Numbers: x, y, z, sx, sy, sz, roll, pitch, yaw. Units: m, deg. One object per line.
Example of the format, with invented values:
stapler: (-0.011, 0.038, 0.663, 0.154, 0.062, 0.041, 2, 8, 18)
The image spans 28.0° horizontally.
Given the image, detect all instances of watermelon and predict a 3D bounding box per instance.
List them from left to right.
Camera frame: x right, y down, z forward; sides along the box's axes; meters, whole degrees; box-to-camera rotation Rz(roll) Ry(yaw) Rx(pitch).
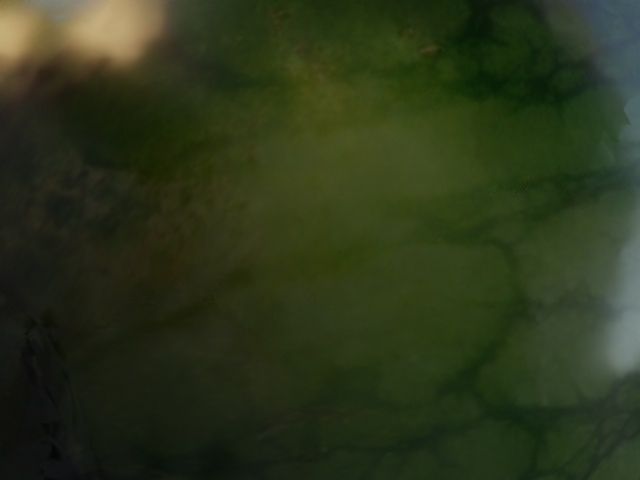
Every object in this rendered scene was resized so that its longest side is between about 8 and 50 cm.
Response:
watermelon: (0.000, 0.000, 0.481, 0.363, 0.363, 0.363, 32, -19, 13)
